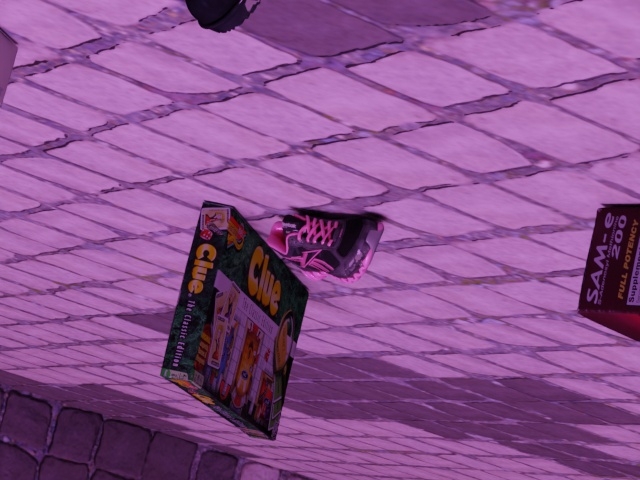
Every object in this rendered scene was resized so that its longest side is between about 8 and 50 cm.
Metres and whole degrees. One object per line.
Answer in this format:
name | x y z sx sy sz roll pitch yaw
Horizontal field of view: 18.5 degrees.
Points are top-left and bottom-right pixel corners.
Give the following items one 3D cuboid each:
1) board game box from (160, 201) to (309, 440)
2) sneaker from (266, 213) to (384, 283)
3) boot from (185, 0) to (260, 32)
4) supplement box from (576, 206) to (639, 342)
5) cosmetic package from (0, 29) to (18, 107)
board game box | -0.063 0.070 1.546 0.030 0.136 0.259 7 167 15
sneaker | 0.000 0.000 1.393 0.057 0.047 0.119 32 160 -21
boot | -0.064 -0.135 0.847 0.099 0.045 0.121 16 160 -21
supplement box | 0.285 0.032 1.141 0.130 0.073 0.239 24 165 -40
cosmetic package | -0.243 -0.113 1.150 0.115 0.041 0.060 10 166 17
